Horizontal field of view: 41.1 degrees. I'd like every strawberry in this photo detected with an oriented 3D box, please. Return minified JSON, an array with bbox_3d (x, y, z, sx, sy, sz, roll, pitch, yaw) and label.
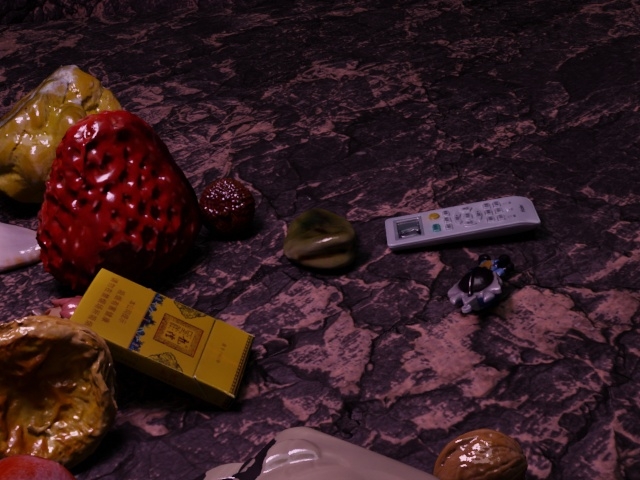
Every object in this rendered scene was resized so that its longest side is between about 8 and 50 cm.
[{"bbox_3d":[-0.395,-0.087,1.609,0.317,0.345,0.295,-17,34,-15],"label":"strawberry"}]

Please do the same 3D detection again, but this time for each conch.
[{"bbox_3d":[-0.638,0.017,1.767,0.176,0.094,0.104,14,13,-17],"label":"conch"}]

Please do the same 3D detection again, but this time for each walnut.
[{"bbox_3d":[0.205,0.296,1.102,0.124,0.105,0.105,-21,31,5],"label":"walnut"}]

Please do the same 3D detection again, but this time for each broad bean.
[{"bbox_3d":[0.000,-0.003,1.672,0.153,0.073,0.206,-13,20,-15],"label":"broad bean"}]

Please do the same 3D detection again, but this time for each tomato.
[{"bbox_3d":[-0.375,0.348,1.070,0.167,0.167,0.167,-5,31,3],"label":"tomato"}]

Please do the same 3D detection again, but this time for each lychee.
[{"bbox_3d":[-0.195,-0.071,1.758,0.123,0.123,0.129,-15,33,-13],"label":"lychee"}]

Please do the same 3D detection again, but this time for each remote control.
[{"bbox_3d":[0.274,-0.028,1.663,0.293,0.051,0.103,-8,30,5],"label":"remote control"}]

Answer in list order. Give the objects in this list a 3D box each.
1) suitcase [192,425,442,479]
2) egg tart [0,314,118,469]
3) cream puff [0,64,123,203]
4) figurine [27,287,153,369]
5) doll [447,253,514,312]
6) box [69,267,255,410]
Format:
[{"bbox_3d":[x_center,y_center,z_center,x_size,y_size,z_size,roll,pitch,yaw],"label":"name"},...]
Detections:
[{"bbox_3d":[-0.049,0.367,0.943,0.339,0.194,0.351,14,37,34],"label":"suitcase"},{"bbox_3d":[-0.406,0.222,1.228,0.241,0.241,0.106,-24,13,-26],"label":"egg tart"},{"bbox_3d":[-0.599,-0.213,1.970,0.378,0.275,0.378,-32,25,17],"label":"cream puff"},{"bbox_3d":[-0.432,0.170,1.369,0.386,0.166,0.207,-24,39,-23],"label":"figurine"},{"bbox_3d":[0.277,0.075,1.477,0.095,0.070,0.195,-7,20,30],"label":"doll"},{"bbox_3d":[-0.250,0.153,1.351,0.278,0.041,0.153,25,31,-7],"label":"box"}]
